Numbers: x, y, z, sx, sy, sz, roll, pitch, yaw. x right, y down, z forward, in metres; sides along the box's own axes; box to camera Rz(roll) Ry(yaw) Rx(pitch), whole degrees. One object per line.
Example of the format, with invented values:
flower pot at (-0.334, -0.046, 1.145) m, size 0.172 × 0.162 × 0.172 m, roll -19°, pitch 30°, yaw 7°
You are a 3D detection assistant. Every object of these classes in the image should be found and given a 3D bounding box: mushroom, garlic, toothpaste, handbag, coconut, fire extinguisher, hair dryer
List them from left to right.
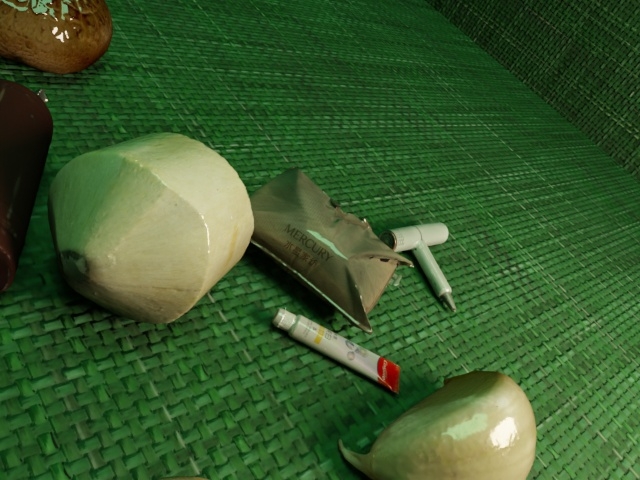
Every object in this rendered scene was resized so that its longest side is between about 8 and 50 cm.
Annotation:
fire extinguisher at (-0.388, -0.091, 0.654) m, size 0.136 × 0.114 × 0.337 m, roll -7°, pitch 45°, yaw -5°
mushroom at (-0.453, -0.372, 0.908) m, size 0.253 × 0.153 × 0.253 m, roll 28°, pitch 37°, yaw -23°
coconut at (-0.191, -0.012, 0.631) m, size 0.202 × 0.202 × 0.222 m, roll 36°, pitch 35°, yaw 6°
handbag at (0.000, 0.000, 0.825) m, size 0.270 × 0.117 × 0.182 m, roll 37°, pitch 50°, yaw 6°
toothpaste at (0.024, 0.142, 0.751) m, size 0.190 × 0.031 × 0.048 m, roll 29°, pitch 33°, yaw -9°
hair dryer at (0.201, 0.048, 0.985) m, size 0.155 × 0.044 × 0.183 m, roll -10°, pitch 58°, yaw -41°
garlic at (0.159, 0.235, 0.679) m, size 0.245 × 0.145 × 0.164 m, roll -10°, pitch 21°, yaw -41°

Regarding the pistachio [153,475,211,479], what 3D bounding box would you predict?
pistachio at (-0.145, 0.269, 0.347) m, size 0.187 × 0.187 × 0.299 m, roll 45°, pitch 47°, yaw 18°
